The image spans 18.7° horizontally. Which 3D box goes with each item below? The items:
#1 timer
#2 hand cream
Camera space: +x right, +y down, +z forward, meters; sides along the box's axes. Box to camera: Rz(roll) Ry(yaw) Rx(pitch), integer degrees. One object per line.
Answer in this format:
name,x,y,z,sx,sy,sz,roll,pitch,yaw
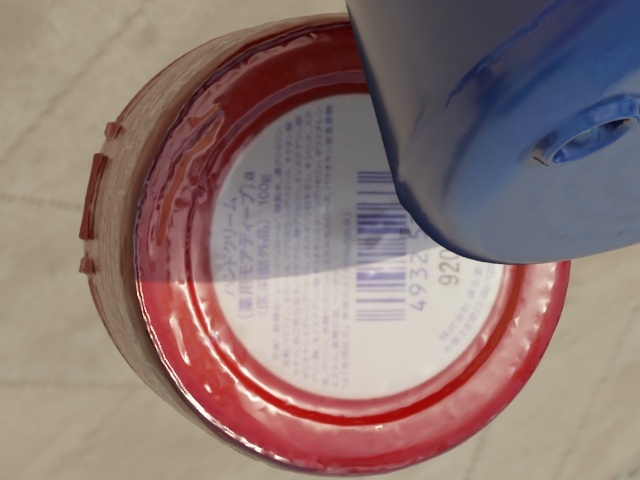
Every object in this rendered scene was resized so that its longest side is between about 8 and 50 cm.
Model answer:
timer,0.085,-0.213,0.617,0.270,0.383,0.270,-21,164,-6
hand cream,0.000,0.000,0.814,0.193,0.193,0.125,-32,-169,-9
